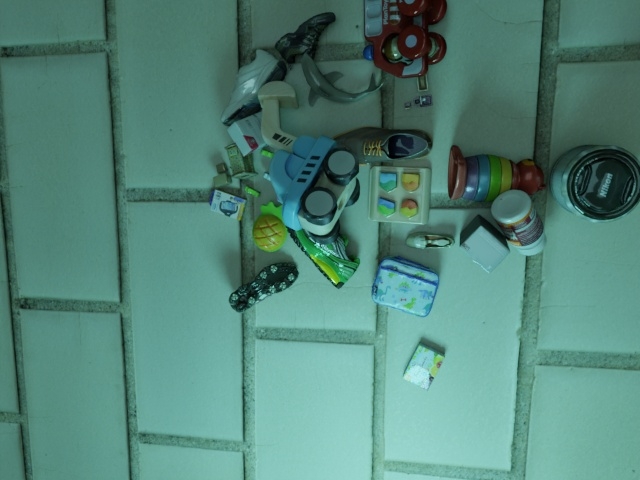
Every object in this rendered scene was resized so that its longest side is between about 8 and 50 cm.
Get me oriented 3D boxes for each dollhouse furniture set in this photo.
[{"bbox_3d":[0.312,-0.491,1.834,0.091,0.081,0.114,-6,98,12],"label":"dollhouse furniture set"},{"bbox_3d":[-0.330,-0.297,1.981,0.161,0.101,0.182,-16,87,23],"label":"dollhouse furniture set"}]

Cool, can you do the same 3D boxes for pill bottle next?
[{"bbox_3d":[0.628,-0.051,1.775,0.121,0.121,0.221,-32,132,15],"label":"pill bottle"}]

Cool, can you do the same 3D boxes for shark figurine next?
[{"bbox_3d":[0.054,-0.495,1.866,0.278,0.116,0.166,16,113,0],"label":"shark figurine"}]

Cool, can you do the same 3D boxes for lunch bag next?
[{"bbox_3d":[0.291,0.154,1.948,0.219,0.090,0.176,19,100,7],"label":"lunch bag"}]

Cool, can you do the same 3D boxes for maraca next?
[{"bbox_3d":[-0.174,-0.048,1.997,0.127,0.099,0.186,16,110,0],"label":"maraca"}]

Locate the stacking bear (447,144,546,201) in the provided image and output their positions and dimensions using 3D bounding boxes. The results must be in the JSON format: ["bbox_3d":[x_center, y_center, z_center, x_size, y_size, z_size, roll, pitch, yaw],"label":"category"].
[{"bbox_3d":[0.563,-0.202,1.800,0.289,0.175,0.164,2,118,2],"label":"stacking bear"}]

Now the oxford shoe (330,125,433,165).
[{"bbox_3d":[0.184,-0.316,1.863,0.363,0.133,0.130,-5,99,12],"label":"oxford shoe"}]

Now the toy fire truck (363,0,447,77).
[{"bbox_3d":[0.252,-0.669,1.793,0.253,0.169,0.302,5,101,35],"label":"toy fire truck"}]

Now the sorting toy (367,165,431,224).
[{"bbox_3d":[0.268,-0.155,1.924,0.208,0.038,0.193,4,100,11],"label":"sorting toy"}]

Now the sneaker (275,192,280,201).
[{"bbox_3d":[-0.031,-0.160,1.910,0.236,0.104,0.095,-3,111,-10],"label":"sneaker"}]

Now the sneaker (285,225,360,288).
[{"bbox_3d":[0.000,0.000,1.953,0.146,0.134,0.343,-43,110,-5],"label":"sneaker"}]

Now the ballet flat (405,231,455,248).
[{"bbox_3d":[0.371,0.000,1.921,0.168,0.052,0.057,-3,99,12],"label":"ballet flat"}]

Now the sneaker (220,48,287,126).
[{"bbox_3d":[-0.245,-0.520,1.947,0.297,0.111,0.129,-47,72,12],"label":"sneaker"}]

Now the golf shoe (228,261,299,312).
[{"bbox_3d":[-0.207,0.163,2.049,0.272,0.120,0.105,-28,87,-8],"label":"golf shoe"}]

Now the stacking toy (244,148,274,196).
[{"bbox_3d":[-0.144,-0.205,1.992,0.221,0.052,0.167,26,103,7],"label":"stacking toy"}]

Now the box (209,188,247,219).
[{"bbox_3d":[-0.342,-0.133,2.057,0.136,0.028,0.081,18,103,6],"label":"box"}]

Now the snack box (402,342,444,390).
[{"bbox_3d":[0.366,0.447,2.007,0.100,0.037,0.141,25,104,8],"label":"snack box"}]

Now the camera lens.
[{"bbox_3d":[0.813,-0.175,1.687,0.219,0.274,0.219,2,100,11],"label":"camera lens"}]

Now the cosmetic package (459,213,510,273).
[{"bbox_3d":[0.518,0.006,1.797,0.127,0.238,0.107,41,105,1],"label":"cosmetic package"}]

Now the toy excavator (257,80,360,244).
[{"bbox_3d":[-0.076,-0.267,1.797,0.445,0.222,0.433,25,75,13],"label":"toy excavator"}]

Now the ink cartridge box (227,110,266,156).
[{"bbox_3d":[-0.223,-0.367,1.929,0.063,0.150,0.109,-29,94,49],"label":"ink cartridge box"}]

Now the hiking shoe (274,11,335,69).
[{"bbox_3d":[-0.035,-0.668,1.885,0.227,0.086,0.114,-27,107,20],"label":"hiking shoe"}]
